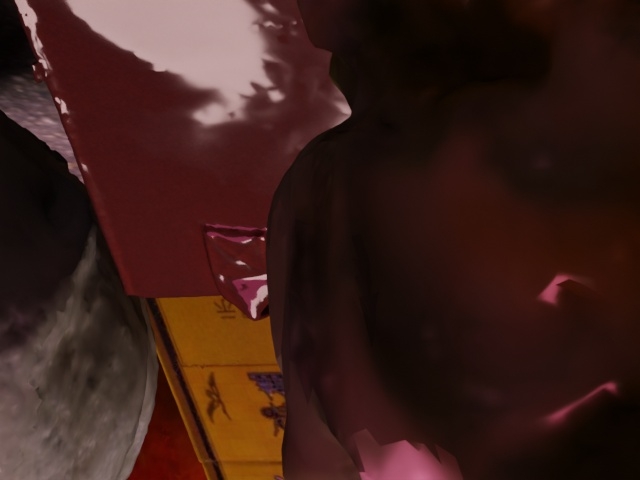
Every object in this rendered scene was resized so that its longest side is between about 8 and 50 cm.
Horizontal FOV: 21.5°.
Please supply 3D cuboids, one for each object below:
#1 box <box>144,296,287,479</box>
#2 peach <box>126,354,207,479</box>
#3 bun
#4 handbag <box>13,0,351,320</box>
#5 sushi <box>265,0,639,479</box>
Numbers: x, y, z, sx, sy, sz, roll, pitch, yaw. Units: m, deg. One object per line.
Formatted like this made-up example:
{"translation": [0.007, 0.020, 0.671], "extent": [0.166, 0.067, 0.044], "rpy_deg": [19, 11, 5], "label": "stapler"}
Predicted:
{"translation": [0.006, 0.056, 0.964], "extent": [0.193, 0.301, 0.084], "rpy_deg": [-4, -153, 31], "label": "box"}
{"translation": [-0.022, 0.141, 1.258], "extent": [0.308, 0.307, 0.332], "rpy_deg": [0, 156, 19], "label": "peach"}
{"translation": [-0.231, 0.007, 0.867], "extent": [0.362, 0.211, 0.362], "rpy_deg": [44, 180, 0], "label": "bun"}
{"translation": [0.020, -0.063, 0.725], "extent": [0.260, 0.084, 0.275], "rpy_deg": [2, 146, 6], "label": "handbag"}
{"translation": [0.161, -0.003, 0.438], "extent": [0.240, 0.396, 0.351], "rpy_deg": [-8, 175, 35], "label": "sushi"}
